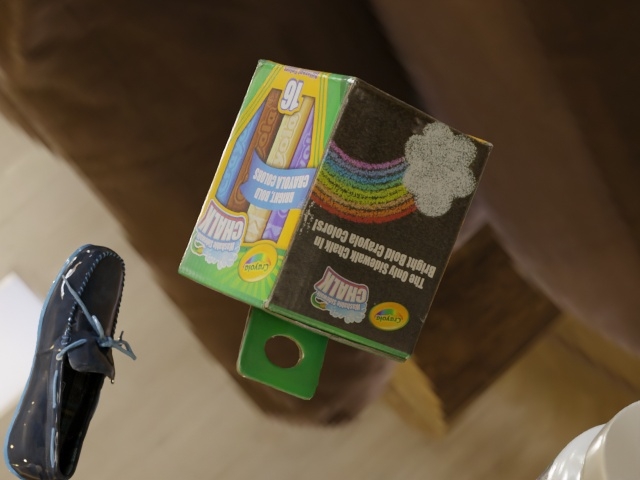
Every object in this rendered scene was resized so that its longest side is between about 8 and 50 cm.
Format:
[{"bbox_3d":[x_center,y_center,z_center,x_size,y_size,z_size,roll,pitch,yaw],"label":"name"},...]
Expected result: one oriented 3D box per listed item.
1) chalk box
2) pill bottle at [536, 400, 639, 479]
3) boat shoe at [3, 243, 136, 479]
[{"bbox_3d":[0.000,0.000,1.777,0.180,0.289,0.179,23,179,-32],"label":"chalk box"},{"bbox_3d":[0.316,0.323,2.054,0.204,0.204,0.361,46,147,12],"label":"pill bottle"},{"bbox_3d":[-0.245,0.134,1.978,0.089,0.258,0.109,9,173,41],"label":"boat shoe"}]
